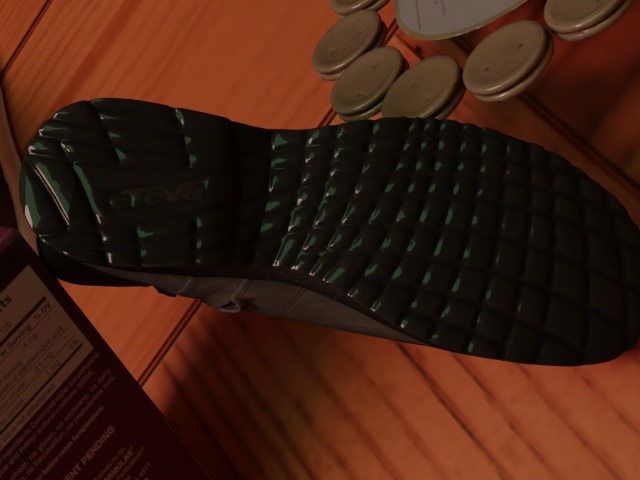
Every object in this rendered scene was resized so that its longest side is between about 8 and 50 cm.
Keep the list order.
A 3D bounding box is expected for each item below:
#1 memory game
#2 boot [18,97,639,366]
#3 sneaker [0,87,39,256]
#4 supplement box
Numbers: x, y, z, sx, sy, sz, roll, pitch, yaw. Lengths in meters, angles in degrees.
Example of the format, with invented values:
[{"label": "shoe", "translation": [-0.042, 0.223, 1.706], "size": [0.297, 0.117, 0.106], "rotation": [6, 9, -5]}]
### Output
[{"label": "memory game", "translation": [0.073, -0.116, 0.604], "size": [0.186, 0.012, 0.186], "rotation": [-29, 35, 23]}, {"label": "boot", "translation": [0.000, 0.000, 0.606], "size": [0.161, 0.246, 0.083], "rotation": [115, 166, -81]}, {"label": "sneaker", "translation": [-0.267, -0.069, 0.849], "size": [0.104, 0.147, 0.296], "rotation": [-50, 48, 21]}, {"label": "supplement box", "translation": [-0.129, 0.084, 0.629], "size": [0.104, 0.188, 0.081], "rotation": [6, 48, 48]}]
